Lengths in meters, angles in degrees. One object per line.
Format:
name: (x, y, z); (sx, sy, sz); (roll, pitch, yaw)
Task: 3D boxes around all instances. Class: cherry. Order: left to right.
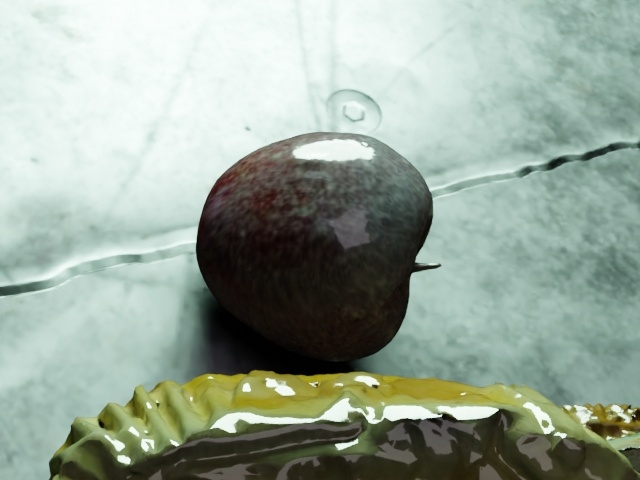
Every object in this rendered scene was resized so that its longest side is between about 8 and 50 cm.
cherry: (-0.001, -0.004, 1.349); (0.176, 0.140, 0.176); (2, 63, -4)

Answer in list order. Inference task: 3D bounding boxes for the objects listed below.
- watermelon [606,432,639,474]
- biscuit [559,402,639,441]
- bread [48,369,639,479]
watermelon: (0.353, 0.204, 1.264); (0.321, 0.188, 0.175); (1, 3, 20)
biscuit: (0.229, 0.242, 1.312); (0.305, 0.038, 0.305); (9, 53, -12)
bread: (0.019, 0.188, 1.160); (0.388, 0.183, 0.236); (9, 80, -3)
